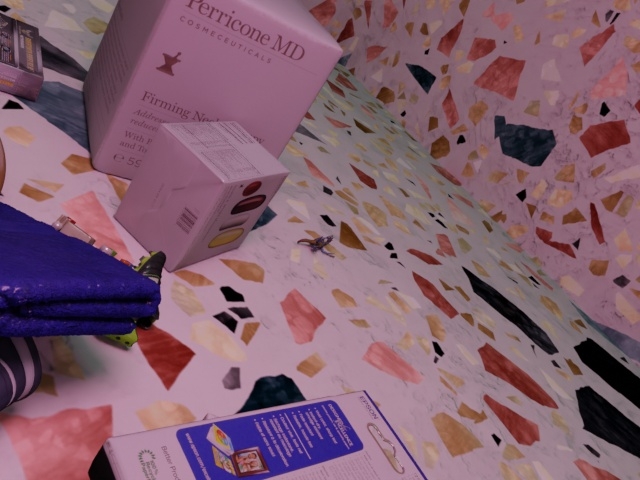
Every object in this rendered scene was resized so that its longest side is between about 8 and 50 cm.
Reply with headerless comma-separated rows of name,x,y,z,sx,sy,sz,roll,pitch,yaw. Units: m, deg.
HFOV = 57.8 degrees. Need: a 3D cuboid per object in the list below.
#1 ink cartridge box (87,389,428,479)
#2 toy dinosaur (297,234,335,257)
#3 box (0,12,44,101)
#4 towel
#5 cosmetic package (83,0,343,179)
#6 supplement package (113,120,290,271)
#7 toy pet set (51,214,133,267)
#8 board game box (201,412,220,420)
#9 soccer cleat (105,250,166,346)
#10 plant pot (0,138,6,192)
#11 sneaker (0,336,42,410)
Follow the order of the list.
ink cartridge box,-0.037,0.266,0.621,0.371,0.069,0.175,3,39,-44
toy dinosaur,0.000,0.000,1.285,0.090,0.047,0.082,24,7,-1
box,-0.635,-0.372,1.104,0.183,0.056,0.231,15,33,-39
towel,-0.352,0.024,0.622,0.308,0.076,0.228,21,7,26
cosmetic package,-0.235,-0.334,1.147,0.329,0.393,0.327,16,32,-35
supplement package,-0.198,-0.082,0.993,0.149,0.194,0.203,43,27,12
toy pet set,-0.341,0.022,0.821,0.122,0.065,0.114,37,-10,-4
board game box,-0.060,0.341,0.603,0.193,0.053,0.305,26,27,-18
soccer cleat,-0.253,0.080,0.817,0.072,0.060,0.179,41,30,-13
plant pot,-0.506,-0.121,0.723,0.236,0.032,0.236,30,51,-46
sneaker,-0.406,0.089,0.557,0.282,0.099,0.153,29,12,10
